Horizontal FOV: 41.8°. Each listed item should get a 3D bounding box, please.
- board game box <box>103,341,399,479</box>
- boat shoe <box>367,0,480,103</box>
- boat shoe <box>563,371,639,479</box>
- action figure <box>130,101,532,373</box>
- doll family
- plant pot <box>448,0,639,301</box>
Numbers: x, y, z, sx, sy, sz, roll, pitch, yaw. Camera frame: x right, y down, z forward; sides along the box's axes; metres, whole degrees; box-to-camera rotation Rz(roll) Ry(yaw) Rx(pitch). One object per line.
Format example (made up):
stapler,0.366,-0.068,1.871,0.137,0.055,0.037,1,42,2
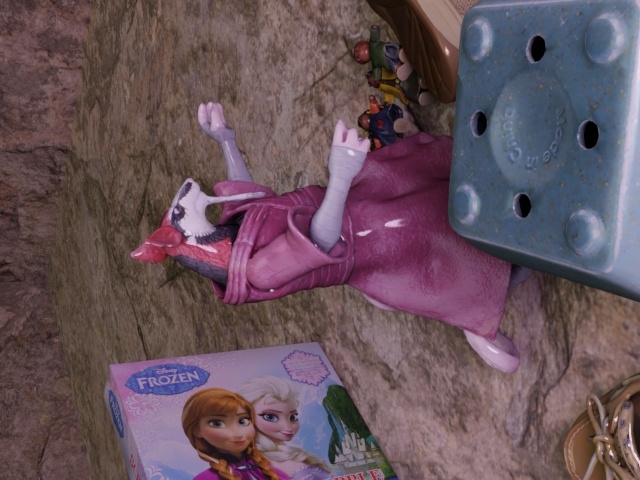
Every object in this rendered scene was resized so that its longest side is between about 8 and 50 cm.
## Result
board game box,-0.084,0.274,1.078,0.318,0.318,0.066,55,137,42
boat shoe,0.108,-0.290,0.882,0.121,0.110,0.341,79,168,-63
boat shoe,0.273,0.142,0.643,0.285,0.089,0.104,-49,51,52
action figure,0.000,0.000,0.831,0.248,0.370,0.276,-140,44,-64
doll family,0.082,-0.153,0.979,0.111,0.076,0.193,28,120,52
plant pot,0.226,-0.069,0.538,0.247,0.252,0.248,21,112,58
